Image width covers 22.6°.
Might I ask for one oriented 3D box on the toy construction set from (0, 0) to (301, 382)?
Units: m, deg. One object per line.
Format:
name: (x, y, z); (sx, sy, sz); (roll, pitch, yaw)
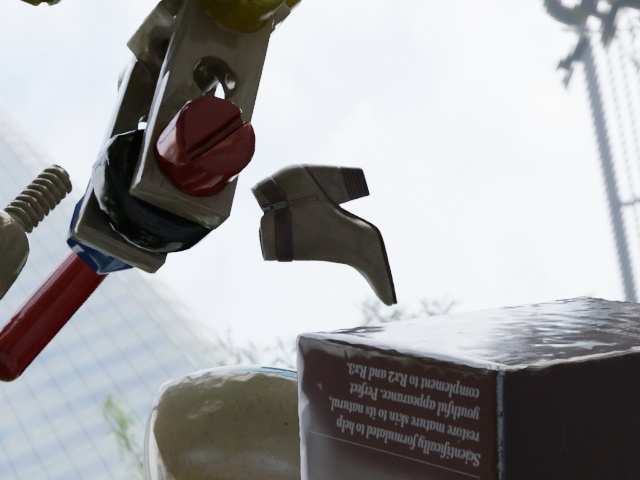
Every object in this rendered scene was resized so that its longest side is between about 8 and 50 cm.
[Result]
toy construction set: (-0.097, -0.114, 0.740); (0.237, 0.257, 0.308); (-52, -19, -42)

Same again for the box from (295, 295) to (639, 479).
box: (0.117, 0.125, 0.816); (0.203, 0.168, 0.167); (-5, -84, -34)

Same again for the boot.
boot: (0.000, 0.000, 1.150); (0.087, 0.042, 0.118); (-15, -101, -8)

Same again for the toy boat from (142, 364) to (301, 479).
toy boat: (-0.035, 0.191, 1.055); (0.267, 0.148, 0.318); (42, -51, -17)
